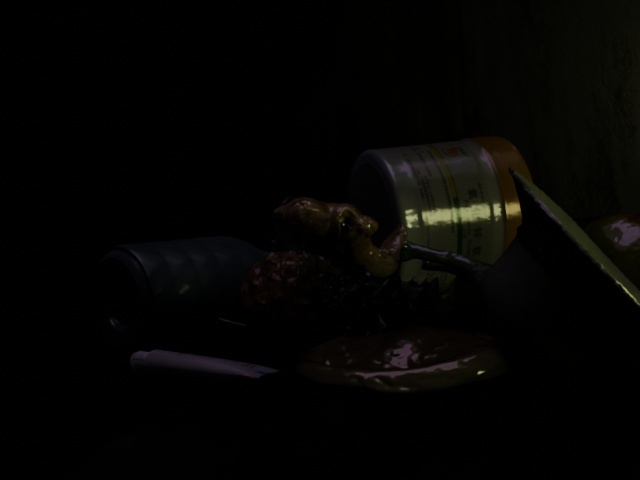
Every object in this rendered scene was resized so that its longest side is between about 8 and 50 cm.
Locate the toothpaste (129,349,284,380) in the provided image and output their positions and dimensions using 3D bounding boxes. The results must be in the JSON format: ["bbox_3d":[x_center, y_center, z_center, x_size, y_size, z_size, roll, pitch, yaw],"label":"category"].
[{"bbox_3d":[-0.131,0.141,1.621,0.190,0.031,0.048,2,4,33],"label":"toothpaste"}]

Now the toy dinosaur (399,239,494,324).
[{"bbox_3d":[0.248,0.078,1.841,0.301,0.087,0.447,14,2,18],"label":"toy dinosaur"}]

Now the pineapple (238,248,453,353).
[{"bbox_3d":[0.028,0.075,1.722,0.248,0.128,0.128,3,7,35],"label":"pineapple"}]

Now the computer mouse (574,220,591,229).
[{"bbox_3d":[0.390,0.027,2.137,0.062,0.105,0.192,-18,14,-13],"label":"computer mouse"}]

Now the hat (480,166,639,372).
[{"bbox_3d":[0.239,0.057,1.500,0.130,0.257,0.257,-45,-3,10],"label":"hat"}]

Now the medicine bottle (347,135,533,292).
[{"bbox_3d":[0.185,-0.035,2.273,0.232,0.237,0.238,-7,5,-19],"label":"medicine bottle"}]

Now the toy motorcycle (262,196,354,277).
[{"bbox_3d":[0.000,0.000,2.534,0.270,0.159,0.106,-3,-3,42],"label":"toy motorcycle"}]

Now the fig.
[{"bbox_3d":[0.396,0.039,1.735,0.151,0.151,0.259,0,2,45],"label":"fig"}]

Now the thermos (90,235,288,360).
[{"bbox_3d":[-0.132,0.072,1.864,0.287,0.145,0.182,-6,36,-39],"label":"thermos"}]

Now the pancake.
[{"bbox_3d":[0.083,0.119,1.532,0.242,0.050,0.242,-5,4,0],"label":"pancake"}]

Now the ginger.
[{"bbox_3d":[0.037,-0.010,1.766,0.089,0.075,0.288,-8,-16,30],"label":"ginger"}]
